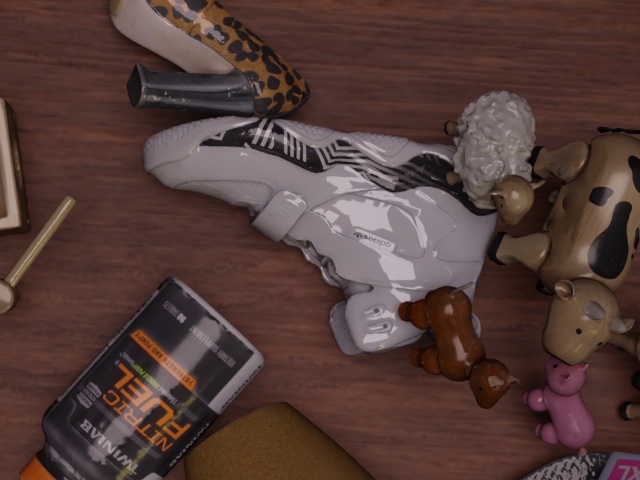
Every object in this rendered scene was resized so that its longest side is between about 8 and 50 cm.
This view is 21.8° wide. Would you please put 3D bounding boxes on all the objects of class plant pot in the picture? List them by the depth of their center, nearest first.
[{"bbox_3d":[-0.019,0.292,1.584,0.237,0.237,0.254,-31,74,-5],"label":"plant pot"}]

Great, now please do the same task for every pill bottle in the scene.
[{"bbox_3d":[-0.178,0.164,1.609,0.130,0.130,0.246,42,85,-1],"label":"pill bottle"}]

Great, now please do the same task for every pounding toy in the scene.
[{"bbox_3d":[-0.326,-0.029,1.627,0.181,0.094,0.206,-8,87,-4],"label":"pounding toy"}]

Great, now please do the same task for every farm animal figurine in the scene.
[{"bbox_3d":[0.258,0.044,1.566,0.330,0.172,0.327,11,86,-30],"label":"farm animal figurine"}]

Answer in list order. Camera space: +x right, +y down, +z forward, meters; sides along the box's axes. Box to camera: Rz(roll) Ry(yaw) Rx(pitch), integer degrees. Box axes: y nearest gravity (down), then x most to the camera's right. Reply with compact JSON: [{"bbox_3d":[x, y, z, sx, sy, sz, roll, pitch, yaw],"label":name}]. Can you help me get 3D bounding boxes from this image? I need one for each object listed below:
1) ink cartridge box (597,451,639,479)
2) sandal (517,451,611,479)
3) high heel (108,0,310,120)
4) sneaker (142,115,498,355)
[{"bbox_3d":[0.298,0.308,1.460,0.185,0.311,0.065,2,125,30],"label":"ink cartridge box"},{"bbox_3d":[0.213,0.277,1.674,0.254,0.054,0.097,-16,80,2],"label":"sandal"},{"bbox_3d":[-0.112,-0.232,1.669,0.186,0.093,0.261,3,61,-26],"label":"high heel"},{"bbox_3d":[0.000,0.000,1.626,0.365,0.137,0.210,7,83,-7],"label":"sneaker"}]
